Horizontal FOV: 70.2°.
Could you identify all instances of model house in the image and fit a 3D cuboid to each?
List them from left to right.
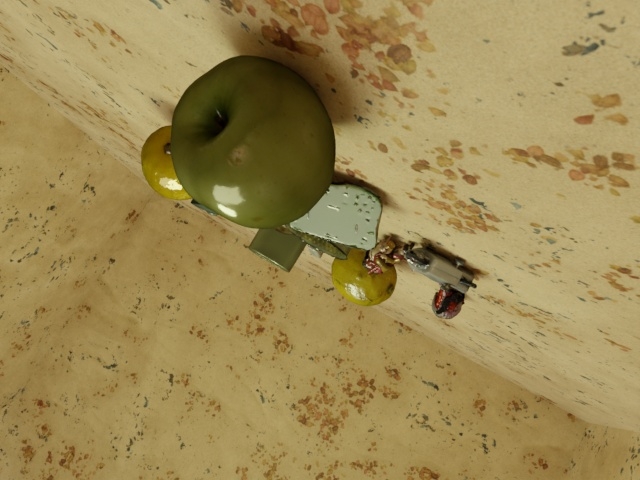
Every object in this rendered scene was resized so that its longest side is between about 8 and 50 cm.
[{"bbox_3d":[0.067,-0.115,1.425,0.293,0.154,0.207,17,122,18],"label":"model house"}]

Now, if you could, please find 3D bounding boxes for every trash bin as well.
[{"bbox_3d":[-0.183,-0.010,2.150,0.243,0.248,0.121,32,167,-5],"label":"trash bin"}]

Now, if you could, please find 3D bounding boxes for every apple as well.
[{"bbox_3d":[-0.128,-0.195,0.969,0.357,0.358,0.357,29,169,6],"label":"apple"}]

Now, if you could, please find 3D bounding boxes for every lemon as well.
[{"bbox_3d":[-0.527,-0.290,1.713,0.296,0.297,0.297,29,169,6],"label":"lemon"},{"bbox_3d":[0.178,0.143,1.897,0.283,0.261,0.260,21,167,14],"label":"lemon"}]

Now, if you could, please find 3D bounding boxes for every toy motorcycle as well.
[{"bbox_3d":[0.394,0.092,1.530,0.260,0.110,0.171,24,-174,-7],"label":"toy motorcycle"}]

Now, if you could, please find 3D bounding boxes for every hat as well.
[{"bbox_3d":[0.507,0.216,1.814,0.140,0.129,0.228,-13,137,7],"label":"hat"}]

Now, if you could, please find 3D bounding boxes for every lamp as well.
[{"bbox_3d":[0.241,0.048,1.656,0.118,0.118,0.253,31,158,-5],"label":"lamp"}]

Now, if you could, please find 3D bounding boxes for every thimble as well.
[{"bbox_3d":[0.019,-0.053,1.691,0.270,0.150,0.271,29,169,6],"label":"thimble"}]

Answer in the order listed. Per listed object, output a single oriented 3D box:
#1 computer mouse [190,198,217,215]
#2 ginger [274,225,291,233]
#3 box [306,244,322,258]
[{"bbox_3d":[-0.302,-0.146,1.709,0.373,0.114,0.203,-13,177,12],"label":"computer mouse"},{"bbox_3d":[-0.130,-0.090,1.976,0.218,0.123,0.270,35,167,-27],"label":"ginger"},{"bbox_3d":[0.000,0.000,2.021,0.051,0.130,0.129,25,168,15],"label":"box"}]
